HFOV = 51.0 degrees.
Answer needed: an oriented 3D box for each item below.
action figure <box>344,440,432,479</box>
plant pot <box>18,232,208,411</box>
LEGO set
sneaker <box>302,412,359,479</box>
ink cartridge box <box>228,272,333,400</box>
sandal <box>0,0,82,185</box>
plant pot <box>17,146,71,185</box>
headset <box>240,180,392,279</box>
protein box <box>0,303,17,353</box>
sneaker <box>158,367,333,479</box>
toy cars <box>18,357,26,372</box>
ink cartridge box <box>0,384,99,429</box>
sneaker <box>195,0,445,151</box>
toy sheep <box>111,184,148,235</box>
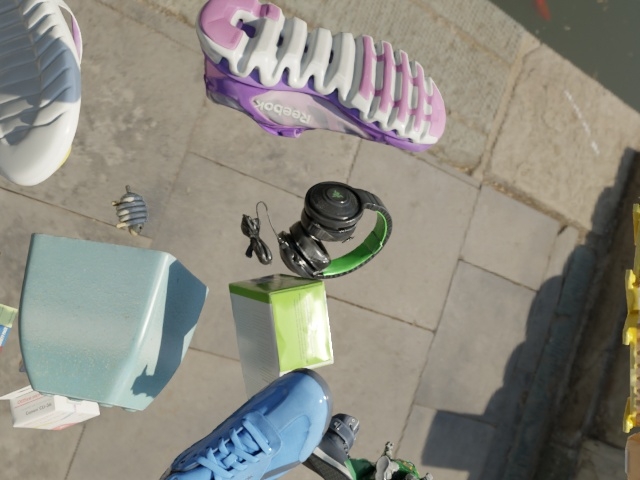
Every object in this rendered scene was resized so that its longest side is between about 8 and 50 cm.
[{"bbox_3d":[0.115,0.342,0.974,0.137,0.232,0.063,34,84,17],"label":"action figure"},{"bbox_3d":[-0.367,0.155,1.159,0.247,0.248,0.252,8,73,9],"label":"plant pot"},{"bbox_3d":[0.328,0.078,0.585,0.132,0.107,0.286,38,58,-55],"label":"LEGO set"},{"bbox_3d":[0.067,0.498,1.557,0.163,0.226,0.086,-27,140,-43],"label":"sneaker"},{"bbox_3d":[-0.059,0.191,1.086,0.097,0.189,0.255,-11,96,-25],"label":"ink cartridge box"},{"bbox_3d":[-0.396,-0.263,0.936,0.102,0.169,0.416,25,43,-62],"label":"sandal"},{"bbox_3d":[-0.699,-0.260,1.499,0.254,0.254,0.239,-47,136,-16],"label":"plant pot"},{"bbox_3d":[0.000,0.000,1.463,0.394,0.185,0.243,10,128,-39],"label":"headset"},{"bbox_3d":[-0.848,0.185,1.534,0.200,0.201,0.135,30,68,-42],"label":"protein box"},{"bbox_3d":[-0.074,0.186,0.565,0.209,0.069,0.082,-43,164,23],"label":"sneaker"},{"bbox_3d":[-0.579,0.243,1.738,0.394,0.087,0.176,-23,141,-20],"label":"toy cars"},{"bbox_3d":[-0.602,0.370,1.495,0.115,0.198,0.067,-23,66,10],"label":"ink cartridge box"},{"bbox_3d":[-0.004,-0.133,0.612,0.237,0.104,0.095,20,53,-9],"label":"sneaker"},{"bbox_3d":[-0.487,-0.077,1.726,0.091,0.091,0.132,-12,92,-28],"label":"toy sheep"}]
